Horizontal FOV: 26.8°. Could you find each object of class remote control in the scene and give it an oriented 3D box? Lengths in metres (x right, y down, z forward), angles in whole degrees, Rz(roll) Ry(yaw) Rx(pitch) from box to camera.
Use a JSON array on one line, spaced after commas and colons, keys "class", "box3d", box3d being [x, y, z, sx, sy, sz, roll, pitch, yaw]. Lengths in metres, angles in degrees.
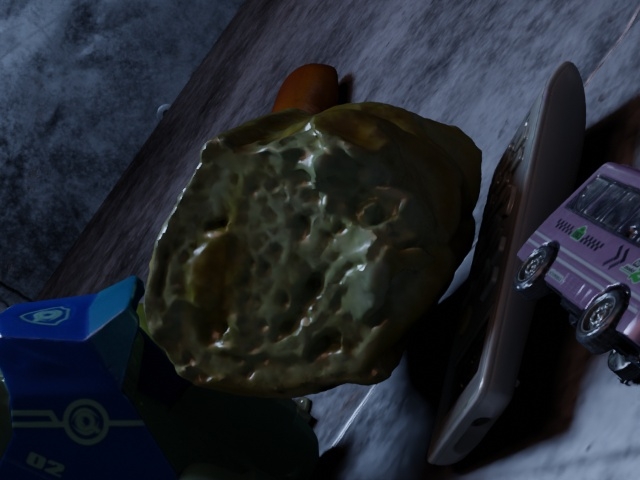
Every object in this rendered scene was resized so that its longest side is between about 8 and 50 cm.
[{"class": "remote control", "box3d": [0.142, 0.011, 0.947, 0.109, 0.055, 0.313, 115, 175, -52]}]

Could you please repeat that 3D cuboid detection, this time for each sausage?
[{"class": "sausage", "box3d": [-0.025, -0.152, 1.706, 0.089, 0.083, 0.300, -60, 10, 28]}]

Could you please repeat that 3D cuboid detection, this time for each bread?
[{"class": "bread", "box3d": [0.006, -0.001, 0.981, 0.239, 0.196, 0.252, -64, -11, 23]}]

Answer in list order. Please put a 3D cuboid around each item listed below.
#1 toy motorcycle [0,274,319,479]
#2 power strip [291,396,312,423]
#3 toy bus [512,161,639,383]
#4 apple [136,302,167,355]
[{"class": "toy motorcycle", "box3d": [-0.142, 0.143, 1.000, 0.200, 0.326, 0.191, -48, 17, 15]}, {"class": "power strip", "box3d": [-0.098, 0.244, 1.195, 0.268, 0.034, 0.092, -56, 16, -4]}, {"class": "toy bus", "box3d": [0.185, 0.025, 0.717, 0.108, 0.096, 0.199, -49, 13, 3]}, {"class": "apple", "box3d": [-0.244, 0.234, 1.549, 0.360, 0.311, 0.320, -48, 62, 29]}]
